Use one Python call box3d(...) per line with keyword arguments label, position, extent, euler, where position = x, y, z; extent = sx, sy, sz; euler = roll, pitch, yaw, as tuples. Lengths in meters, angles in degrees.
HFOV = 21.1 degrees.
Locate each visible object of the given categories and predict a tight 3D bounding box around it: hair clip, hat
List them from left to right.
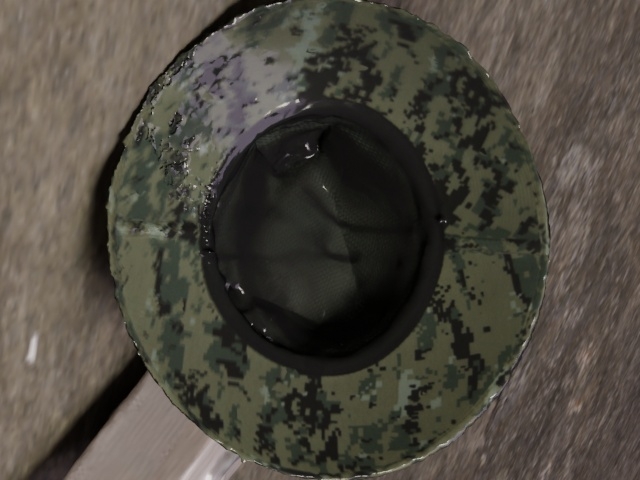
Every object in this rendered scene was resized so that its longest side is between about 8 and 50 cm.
box3d(label="hair clip", position=(-0.074, 0.101, 1.063), extent=(0.330, 0.085, 0.101), euler=(-54, 157, -16))
box3d(label="hat", position=(0.000, 0.000, 0.983), extent=(0.265, 0.265, 0.128), euler=(-52, -175, -6))
